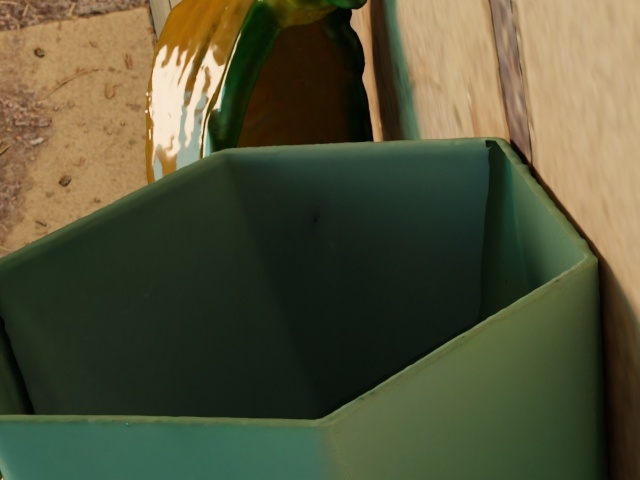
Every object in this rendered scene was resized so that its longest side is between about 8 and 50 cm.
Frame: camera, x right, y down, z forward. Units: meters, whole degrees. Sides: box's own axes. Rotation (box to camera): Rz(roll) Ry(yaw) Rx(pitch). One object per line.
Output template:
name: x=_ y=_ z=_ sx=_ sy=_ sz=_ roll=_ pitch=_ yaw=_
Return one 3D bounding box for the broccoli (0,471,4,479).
broccoli: x=-0.084 y=0.187 z=1.055 sx=0.283 sy=0.304 sz=0.321 roll=39 pitch=-151 yaw=-46

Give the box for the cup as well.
cup: x=0.009 y=0.109 z=0.471 sx=0.134 sy=0.148 sz=0.235 roll=19 pitch=127 yaw=52

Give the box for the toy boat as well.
toy boat: x=0.000 y=0.000 z=0.651 sx=0.088 sy=0.089 sz=0.229 roll=13 pitch=123 yaw=40
